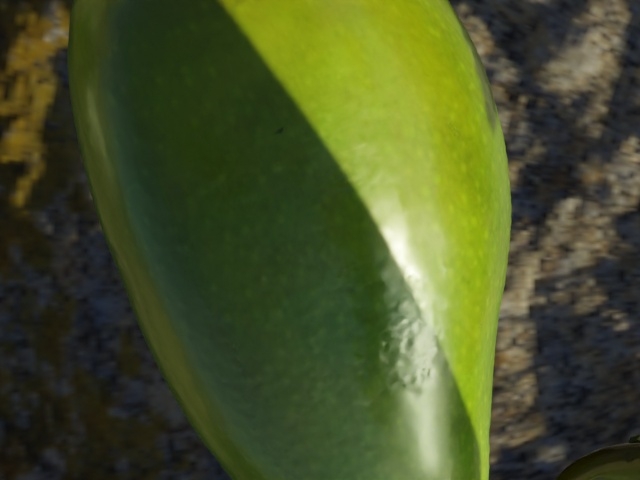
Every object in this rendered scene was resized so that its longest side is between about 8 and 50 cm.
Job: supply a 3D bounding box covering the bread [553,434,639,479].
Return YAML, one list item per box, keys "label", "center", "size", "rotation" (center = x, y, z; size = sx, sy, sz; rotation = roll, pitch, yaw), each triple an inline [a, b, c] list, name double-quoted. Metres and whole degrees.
- label: "bread"
  center: [0.171, 0.223, 0.631]
  size: [0.166, 0.383, 0.112]
  rotation: [12, 49, 44]

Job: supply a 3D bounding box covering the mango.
- label: "mango"
  center: [0.000, 0.000, 0.929]
  size: [0.192, 0.156, 0.343]
  rotation: [-15, 104, 12]
